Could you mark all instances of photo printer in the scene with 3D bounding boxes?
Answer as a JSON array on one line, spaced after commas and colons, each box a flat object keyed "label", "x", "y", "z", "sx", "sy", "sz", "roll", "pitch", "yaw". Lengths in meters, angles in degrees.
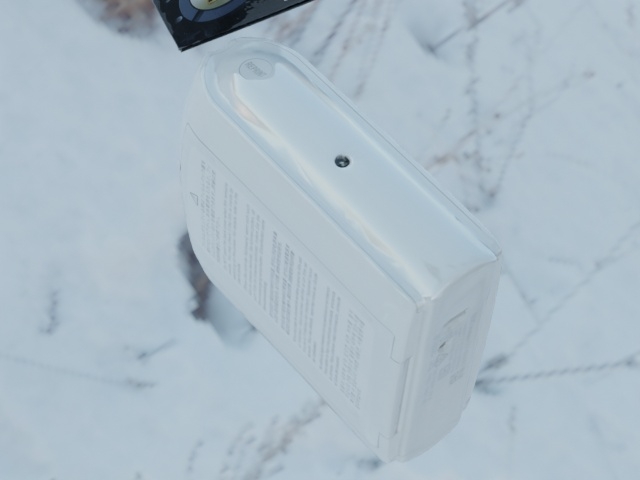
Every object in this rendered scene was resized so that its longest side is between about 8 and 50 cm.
[{"label": "photo printer", "x": 0.000, "y": 0.000, "z": 1.358, "sx": 0.107, "sy": 0.256, "sz": 0.307, "roll": -32, "pitch": 61, "yaw": -25}]

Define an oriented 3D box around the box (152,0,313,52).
[{"label": "box", "x": -0.083, "y": -0.258, "z": 1.382, "sx": 0.180, "sy": 0.147, "sz": 0.077, "roll": 64, "pitch": 7, "yaw": -54}]
